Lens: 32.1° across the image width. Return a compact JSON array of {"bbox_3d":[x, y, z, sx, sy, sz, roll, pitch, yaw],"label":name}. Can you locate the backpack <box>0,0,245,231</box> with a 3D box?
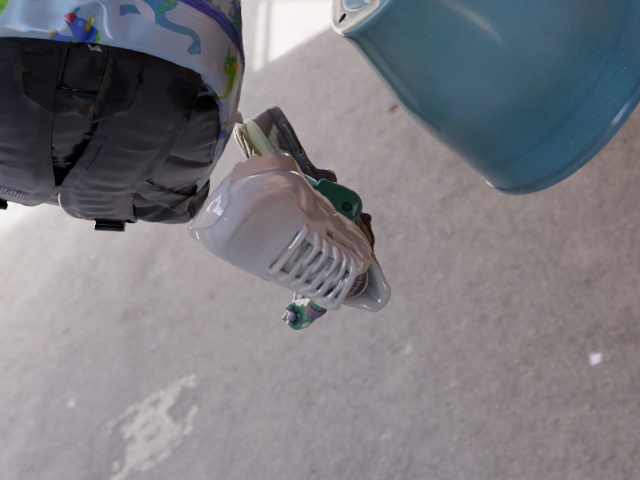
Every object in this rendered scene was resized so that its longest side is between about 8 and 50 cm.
[{"bbox_3d":[-0.191,-0.150,0.891,0.355,0.290,0.273,174,109,-79],"label":"backpack"}]

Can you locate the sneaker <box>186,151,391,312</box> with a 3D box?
[{"bbox_3d":[-0.013,0.003,0.845,0.090,0.095,0.235,-47,-23,12],"label":"sneaker"}]

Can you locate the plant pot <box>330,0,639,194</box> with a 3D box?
[{"bbox_3d":[0.160,-0.222,1.127,0.272,0.255,0.271,-44,30,33],"label":"plant pot"}]

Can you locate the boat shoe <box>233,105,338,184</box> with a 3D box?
[{"bbox_3d":[-0.012,-0.062,1.319,0.073,0.223,0.080,-38,2,-12],"label":"boat shoe"}]

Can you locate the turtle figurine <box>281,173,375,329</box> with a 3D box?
[{"bbox_3d":[0.000,0.000,1.167,0.118,0.175,0.234,-15,2,-6],"label":"turtle figurine"}]
